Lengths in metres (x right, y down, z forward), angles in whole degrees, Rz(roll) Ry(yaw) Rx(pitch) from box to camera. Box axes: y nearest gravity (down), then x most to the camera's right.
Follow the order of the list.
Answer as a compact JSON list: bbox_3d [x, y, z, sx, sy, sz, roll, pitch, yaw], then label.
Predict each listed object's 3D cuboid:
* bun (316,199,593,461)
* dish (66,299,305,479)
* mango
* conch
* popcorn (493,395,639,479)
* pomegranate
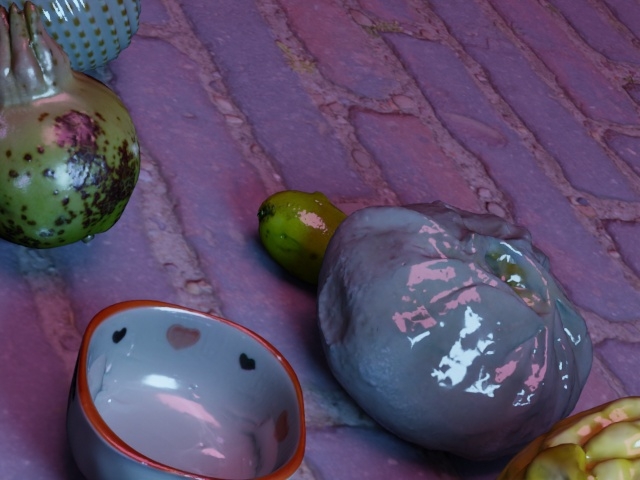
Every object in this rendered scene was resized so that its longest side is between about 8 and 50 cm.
[{"bbox_3d":[0.160,0.089,1.572,0.354,0.194,0.354,21,46,-23],"label":"bun"},{"bbox_3d":[-0.143,0.185,1.332,0.256,0.117,0.256,19,34,-13],"label":"dish"},{"bbox_3d":[0.001,-0.001,1.704,0.178,0.100,0.119,33,28,-12],"label":"mango"},{"bbox_3d":[-0.402,-0.360,1.806,0.319,0.215,0.303,3,30,-35],"label":"conch"},{"bbox_3d":[0.291,0.334,1.233,0.344,0.354,0.390,21,57,6],"label":"popcorn"},{"bbox_3d":[-0.297,-0.128,1.504,0.204,0.277,0.222,7,21,-26],"label":"pomegranate"}]
